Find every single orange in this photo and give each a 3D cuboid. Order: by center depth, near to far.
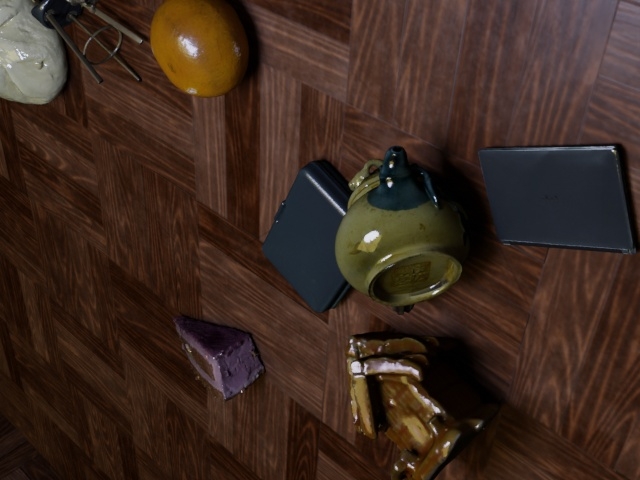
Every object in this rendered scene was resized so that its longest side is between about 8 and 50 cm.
[{"bbox_3d":[-0.171,-0.284,1.184,0.156,0.124,0.156,39,157,20],"label":"orange"}]

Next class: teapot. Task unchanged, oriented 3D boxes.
[{"bbox_3d":[0.098,-0.014,1.059,0.269,0.173,0.182,85,172,-56],"label":"teapot"}]

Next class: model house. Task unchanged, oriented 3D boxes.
[{"bbox_3d":[0.113,0.222,1.151,0.229,0.199,0.219,46,120,23],"label":"model house"}]

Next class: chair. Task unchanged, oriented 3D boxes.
[{"bbox_3d":[-0.400,-0.366,1.420,0.221,0.104,0.095,39,114,16],"label":"chair"}]

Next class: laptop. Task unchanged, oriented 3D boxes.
[{"bbox_3d":[0.268,-0.048,0.938,0.180,0.016,0.129,5,119,46],"label":"laptop"}]

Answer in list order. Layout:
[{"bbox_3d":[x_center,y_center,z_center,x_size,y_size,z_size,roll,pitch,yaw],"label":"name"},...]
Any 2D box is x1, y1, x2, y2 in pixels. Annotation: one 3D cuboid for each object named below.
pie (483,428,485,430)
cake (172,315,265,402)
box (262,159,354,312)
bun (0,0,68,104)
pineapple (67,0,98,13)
[{"bbox_3d":[0.179,0.278,1.257,0.191,0.033,0.088,-44,69,45],"label":"pie"},{"bbox_3d":[-0.214,0.223,1.640,0.295,0.113,0.116,15,121,57],"label":"cake"},{"bbox_3d":[0.000,0.000,1.248,0.160,0.050,0.230,47,142,13],"label":"box"},{"bbox_3d":[-0.620,-0.385,1.596,0.259,0.160,0.259,32,138,34],"label":"bun"},{"bbox_3d":[-0.395,-0.453,1.292,0.166,0.166,0.193,4,121,47],"label":"pineapple"}]
